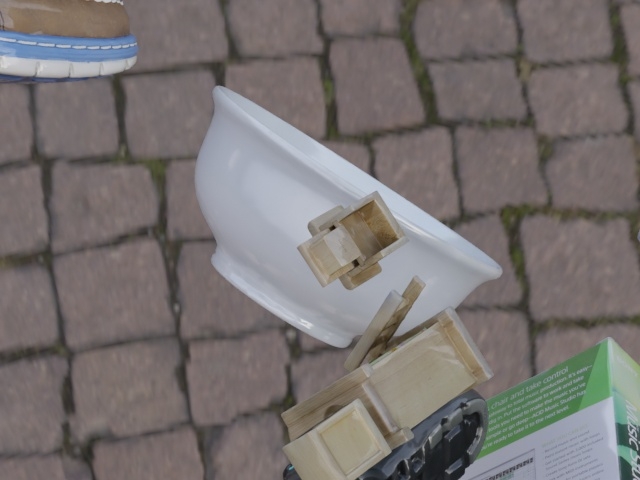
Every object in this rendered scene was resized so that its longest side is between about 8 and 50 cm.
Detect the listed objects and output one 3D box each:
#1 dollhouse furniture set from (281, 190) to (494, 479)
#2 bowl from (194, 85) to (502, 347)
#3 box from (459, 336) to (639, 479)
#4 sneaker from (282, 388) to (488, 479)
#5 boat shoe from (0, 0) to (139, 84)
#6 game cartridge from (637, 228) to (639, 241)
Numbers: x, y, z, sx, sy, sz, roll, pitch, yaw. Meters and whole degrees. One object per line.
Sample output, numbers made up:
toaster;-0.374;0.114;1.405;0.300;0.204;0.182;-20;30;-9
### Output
dollhouse furniture set;-0.005;0.077;1.207;0.182;0.101;0.161;-29;86;-47
bowl;0.000;0.000;1.537;0.298;0.298;0.134;33;95;11
box;0.179;0.258;1.534;0.232;0.058;0.322;-30;36;29
sneaker;0.020;0.193;1.456;0.106;0.101;0.267;26;40;37
boat shoe;-0.131;-0.082;0.516;0.183;0.066;0.066;3;91;-41
game cartridge;0.464;0.056;1.500;0.355;0.230;0.068;47;39;-2
